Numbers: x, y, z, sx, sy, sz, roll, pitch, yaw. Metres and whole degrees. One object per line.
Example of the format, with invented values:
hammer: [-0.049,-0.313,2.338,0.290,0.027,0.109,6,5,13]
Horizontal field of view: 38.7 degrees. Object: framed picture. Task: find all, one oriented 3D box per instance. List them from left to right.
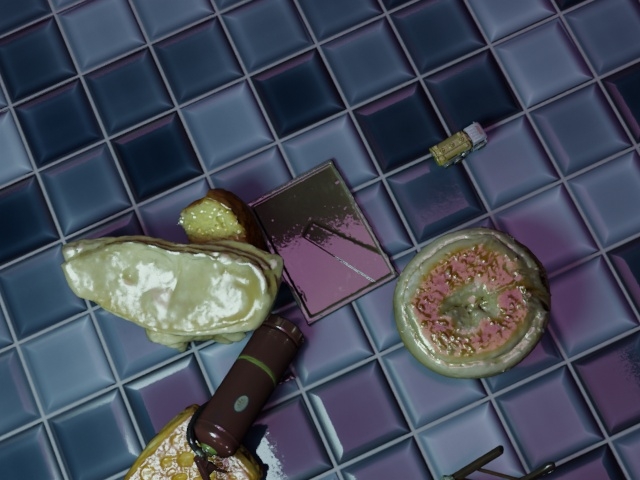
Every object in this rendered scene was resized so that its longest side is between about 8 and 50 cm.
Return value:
framed picture: [0.000,0.000,1.882,0.213,0.016,0.289,-29,76,-3]

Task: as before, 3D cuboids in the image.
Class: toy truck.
toy truck: [0.284,-0.196,1.881,0.123,0.063,0.052,-30,76,-3]

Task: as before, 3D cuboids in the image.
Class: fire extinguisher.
fire extinguisher: [-0.144,0.307,1.731,0.141,0.105,0.341,45,58,-21]

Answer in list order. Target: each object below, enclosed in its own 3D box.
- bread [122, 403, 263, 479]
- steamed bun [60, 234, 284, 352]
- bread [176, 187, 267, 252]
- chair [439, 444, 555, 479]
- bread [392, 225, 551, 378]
bread: [-0.253,0.459,1.755,0.210,0.099,0.235,44,80,9]
steamed bun: [-0.267,0.111,1.764,0.428,0.189,0.247,2,94,12]
bread: [-0.182,-0.003,1.832,0.129,0.134,0.260,-12,118,16]
chair: [0.271,0.513,1.663,0.319,0.186,0.160,-41,39,35]
bread: [0.292,0.125,1.758,0.305,0.159,0.305,-2,74,7]
